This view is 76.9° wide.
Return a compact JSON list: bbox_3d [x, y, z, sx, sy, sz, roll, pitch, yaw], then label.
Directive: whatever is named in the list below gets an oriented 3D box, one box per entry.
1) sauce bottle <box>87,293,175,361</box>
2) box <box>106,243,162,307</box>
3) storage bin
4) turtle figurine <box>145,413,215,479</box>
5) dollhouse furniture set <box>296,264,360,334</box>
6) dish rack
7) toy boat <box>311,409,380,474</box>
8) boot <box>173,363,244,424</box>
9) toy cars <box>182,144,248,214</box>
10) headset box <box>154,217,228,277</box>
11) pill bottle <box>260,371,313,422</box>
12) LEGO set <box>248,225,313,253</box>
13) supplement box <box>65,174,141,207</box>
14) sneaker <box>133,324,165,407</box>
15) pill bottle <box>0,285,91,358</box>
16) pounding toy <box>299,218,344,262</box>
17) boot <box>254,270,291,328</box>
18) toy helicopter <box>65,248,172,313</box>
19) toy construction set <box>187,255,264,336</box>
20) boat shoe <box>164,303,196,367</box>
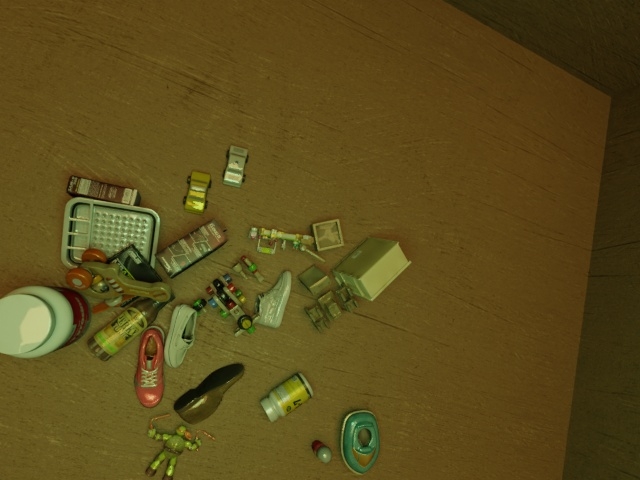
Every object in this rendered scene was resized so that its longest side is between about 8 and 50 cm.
[{"bbox_3d":[-0.729,0.312,1.574,0.344,0.111,0.111,-44,97,-19],"label":"sauce bottle"},{"bbox_3d":[-0.755,0.139,1.575,0.184,0.045,0.191,-31,112,-2],"label":"box"},{"bbox_3d":[0.220,0.118,1.841,0.262,0.260,0.123,-41,113,-19],"label":"storage bin"},{"bbox_3d":[-0.563,0.816,1.566,0.269,0.087,0.218,29,81,-23],"label":"turtle figurine"},{"bbox_3d":[0.015,0.253,1.826,0.212,0.161,0.242,-33,113,-11],"label":"dollhouse furniture set"},{"bbox_3d":[-0.811,-0.013,1.577,0.332,0.072,0.286,9,102,-17],"label":"dish rack"},{"bbox_3d":[0.122,0.894,1.751,0.317,0.148,0.268,-2,83,-19],"label":"toy boat"},{"bbox_3d":[-0.433,0.623,1.646,0.305,0.112,0.115,-33,113,-16],"label":"boot"},{"bbox_3d":[-0.450,-0.276,1.760,0.393,0.087,0.177,-41,96,-19],"label":"toy cars"},{"bbox_3d":[-0.506,0.028,1.630,0.293,0.218,0.110,-35,96,-20],"label":"headset box"},{"bbox_3d":[-0.144,0.667,1.711,0.208,0.119,0.119,-30,92,-19],"label":"pill bottle"},{"bbox_3d":[-0.178,0.013,1.789,0.286,0.132,0.107,10,86,-8],"label":"LEGO set"},{"bbox_3d":[-0.849,-0.181,1.593,0.239,0.130,0.073,12,79,-15],"label":"supplement box"},{"bbox_3d":[-0.665,0.490,1.555,0.115,0.136,0.315,0,82,-17],"label":"sneaker"},{"bbox_3d":[-0.938,0.267,1.353,0.228,0.407,0.230,2,82,-18],"label":"pill bottle"},{"bbox_3d":[-0.004,0.010,1.870,0.205,0.094,0.181,-12,91,-10],"label":"pounding toy"},{"bbox_3d":[-0.213,0.247,1.759,0.123,0.095,0.259,17,78,-21],"label":"boot"},{"bbox_3d":[-0.732,0.182,1.492,0.354,0.235,0.140,11,37,-6],"label":"toy helicopter"},{"bbox_3d":[-0.333,0.246,1.671,0.237,0.257,0.309,52,55,-17],"label":"toy construction set"},{"bbox_3d":[-0.542,0.387,1.594,0.088,0.096,0.268,16,95,22],"label":"boat shoe"}]
